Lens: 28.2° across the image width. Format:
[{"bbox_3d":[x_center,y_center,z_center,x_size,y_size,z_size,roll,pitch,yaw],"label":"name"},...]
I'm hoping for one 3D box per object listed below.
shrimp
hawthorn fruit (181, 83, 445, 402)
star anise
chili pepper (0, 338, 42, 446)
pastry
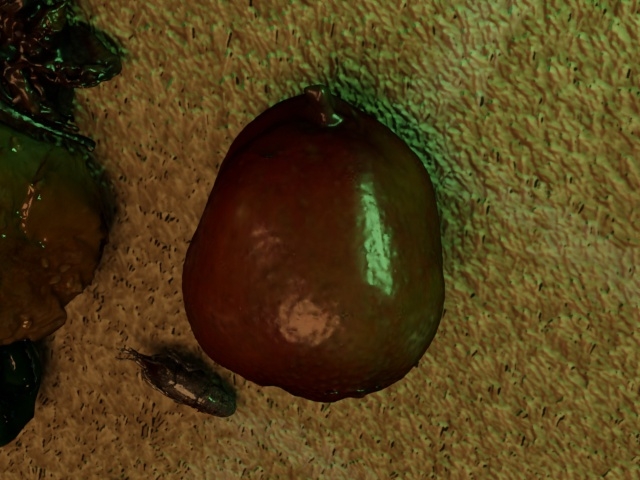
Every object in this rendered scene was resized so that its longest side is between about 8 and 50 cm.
[{"bbox_3d":[-0.177,0.170,1.569,0.165,0.065,0.056,33,91,4],"label":"shrimp"},{"bbox_3d":[-0.004,0.011,1.305,0.295,0.295,0.311,-7,80,21],"label":"hawthorn fruit"},{"bbox_3d":[-0.330,-0.209,1.374,0.220,0.126,0.190,24,119,8],"label":"star anise"},{"bbox_3d":[-0.497,0.170,1.579,0.257,0.248,0.233,-10,87,28],"label":"chili pepper"},{"bbox_3d":[-0.393,-0.017,1.416,0.162,0.311,0.255,29,93,46],"label":"pastry"}]
